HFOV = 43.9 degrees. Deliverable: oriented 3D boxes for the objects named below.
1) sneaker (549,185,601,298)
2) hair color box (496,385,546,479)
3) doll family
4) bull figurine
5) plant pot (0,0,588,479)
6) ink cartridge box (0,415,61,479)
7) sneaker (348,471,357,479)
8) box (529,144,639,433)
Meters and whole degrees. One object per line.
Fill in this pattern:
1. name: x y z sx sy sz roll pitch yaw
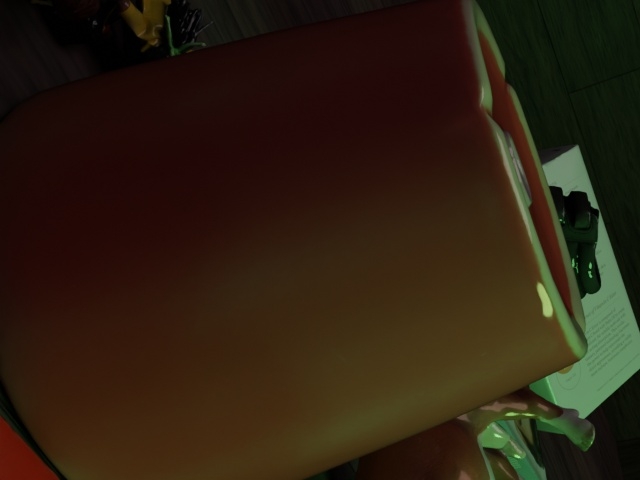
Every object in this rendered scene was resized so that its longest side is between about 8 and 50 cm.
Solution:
1. sneaker: 0.184 -0.048 0.780 0.295 0.147 0.104 61 24 -21
2. hair color box: 0.136 0.125 0.879 0.374 0.114 0.185 56 25 -38
3. doll family: -0.128 -0.151 0.497 0.193 0.076 0.111 29 51 -55
4. bull figurine: 0.083 0.205 0.539 0.101 0.188 0.310 113 -1 -46
5. plant pot: 0.000 0.000 0.444 0.275 0.243 0.275 53 26 -41
6. ink cartridge box: -0.157 0.098 0.221 0.275 0.060 0.239 61 24 -28
7. sneaker: 0.076 0.303 0.607 0.091 0.094 0.258 -13 77 -53
8. box: 0.298 0.067 1.144 0.215 0.168 0.345 -28 102 -32
